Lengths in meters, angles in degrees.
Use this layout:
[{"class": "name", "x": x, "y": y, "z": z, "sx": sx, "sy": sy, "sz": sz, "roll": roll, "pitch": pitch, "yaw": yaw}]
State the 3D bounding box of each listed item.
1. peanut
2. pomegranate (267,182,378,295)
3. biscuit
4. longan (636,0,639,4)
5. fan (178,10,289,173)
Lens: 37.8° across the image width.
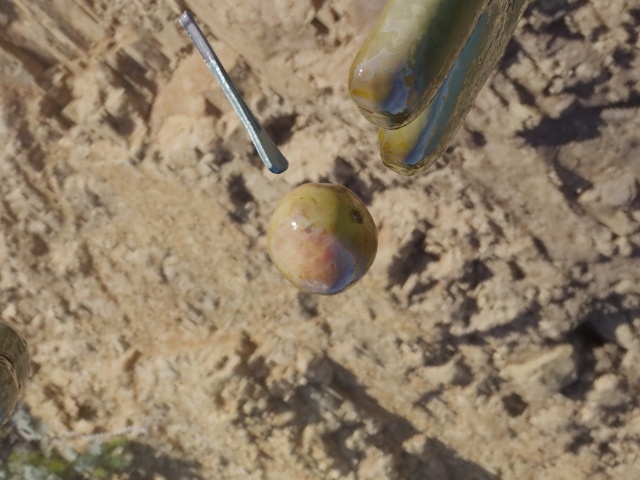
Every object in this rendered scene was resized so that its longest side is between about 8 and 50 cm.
[{"class": "peanut", "x": -0.326, "y": 0.132, "z": 0.858, "sx": 0.228, "sy": 0.104, "sz": 0.085, "roll": -132, "pitch": 37, "yaw": -73}, {"class": "pomegranate", "x": 0.000, "y": -0.001, "z": 1.551, "sx": 0.191, "sy": 0.191, "sz": 0.191, "roll": 31, "pitch": 159, "yaw": 13}, {"class": "biscuit", "x": 0.121, "y": -0.196, "z": 0.725, "sx": 0.062, "sy": 0.290, "sz": 0.237, "roll": 29, "pitch": 175, "yaw": 14}, {"class": "longan", "x": 0.435, "y": -0.338, "z": 0.988, "sx": 0.258, "sy": 0.258, "sz": 0.258, "roll": 31, "pitch": 159, "yaw": 13}, {"class": "fan", "x": -0.131, "y": -0.218, "z": 1.374, "sx": 0.023, "sy": 0.057, "sz": 0.282, "roll": -35, "pitch": 87, "yaw": 29}]
